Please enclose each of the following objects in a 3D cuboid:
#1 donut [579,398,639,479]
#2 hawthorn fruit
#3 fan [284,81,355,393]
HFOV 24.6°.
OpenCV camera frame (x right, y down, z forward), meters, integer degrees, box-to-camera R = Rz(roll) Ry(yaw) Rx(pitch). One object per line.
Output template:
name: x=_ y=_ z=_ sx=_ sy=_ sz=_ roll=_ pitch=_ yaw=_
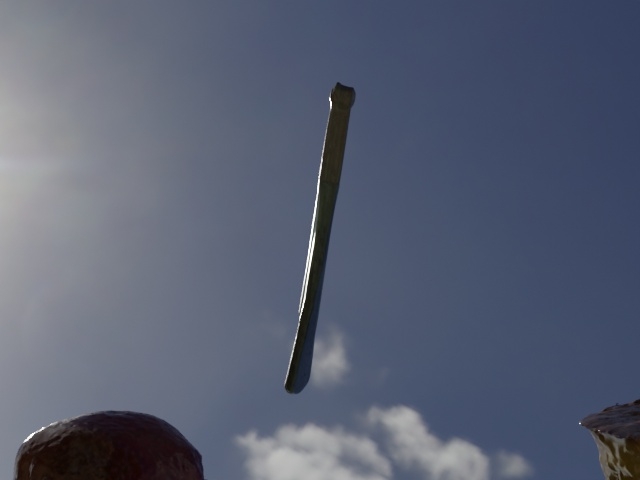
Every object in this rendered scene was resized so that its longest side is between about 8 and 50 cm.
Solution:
donut: x=0.372 y=0.189 z=1.259 sx=0.278 sy=0.278 sz=0.108 roll=-6 pitch=-87 yaw=37
hawthorn fruit: x=-0.212 y=0.282 z=1.585 sx=0.205 sy=0.253 sz=0.205 roll=-2 pitch=-92 yaw=47
fan: x=0.000 y=0.000 z=1.294 sx=0.023 sy=0.057 sz=0.282 roll=13 pitch=-79 yaw=16
